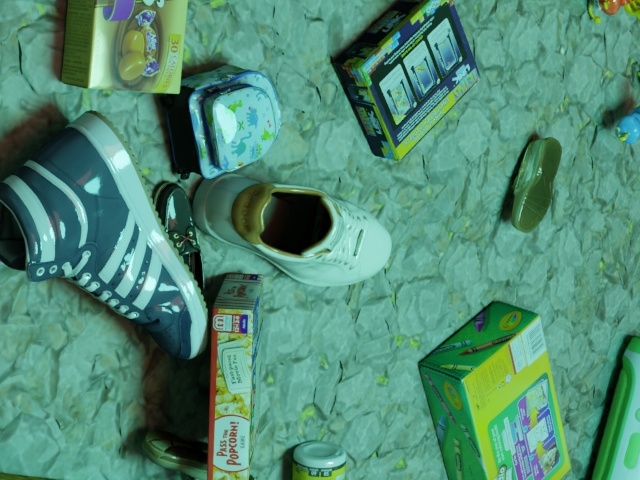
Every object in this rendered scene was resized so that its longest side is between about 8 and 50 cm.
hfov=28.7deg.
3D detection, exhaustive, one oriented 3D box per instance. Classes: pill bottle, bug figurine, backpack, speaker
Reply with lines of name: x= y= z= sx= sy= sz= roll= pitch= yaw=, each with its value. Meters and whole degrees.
pill bottle: x=-0.003 y=0.307 z=1.510 sx=0.065 sy=0.065 sz=0.116 roll=-10 pitch=108 yaw=-41
bug figurine: x=0.465 y=-0.276 z=1.790 sx=0.216 sy=0.072 sz=0.279 roll=-32 pitch=117 yaw=-40
backpack: x=-0.093 y=-0.125 z=1.296 sx=0.114 sy=0.084 sz=0.105 roll=-30 pitch=122 yaw=-37
speaker: x=0.501 y=0.304 z=1.942 sx=0.131 sy=0.131 sz=0.296 roll=14 pitch=91 yaw=-44

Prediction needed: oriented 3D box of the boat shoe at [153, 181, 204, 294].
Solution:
boat shoe: x=-0.146 y=0.004 z=1.312 sx=0.049 sy=0.042 sz=0.133 roll=-15 pitch=110 yaw=-38

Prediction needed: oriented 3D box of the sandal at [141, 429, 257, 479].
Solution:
sandal: x=-0.132 y=0.256 z=1.377 sx=0.180 sy=0.072 sz=0.049 roll=28 pitch=97 yaw=-42

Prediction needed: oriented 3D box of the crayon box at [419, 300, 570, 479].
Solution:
crayon box: x=0.244 y=0.245 z=1.714 sx=0.165 sy=0.081 sz=0.278 roll=-35 pitch=123 yaw=-31

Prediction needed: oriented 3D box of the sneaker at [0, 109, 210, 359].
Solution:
sneaker: x=-0.219 y=0.031 z=1.210 sx=0.153 sy=0.099 sz=0.282 roll=-39 pitch=123 yaw=-29

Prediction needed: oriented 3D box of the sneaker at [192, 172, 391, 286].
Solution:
sneaker: x=0.000 y=0.000 z=1.392 sx=0.290 sy=0.123 sz=0.105 roll=14 pitch=90 yaw=-46

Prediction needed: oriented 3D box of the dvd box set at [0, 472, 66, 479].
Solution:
dvd box set: x=-0.131 y=0.307 z=1.222 sx=0.420 sy=0.308 sz=0.062 roll=18 pitch=86 yaw=-44

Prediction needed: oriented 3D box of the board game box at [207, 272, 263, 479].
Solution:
board game box: x=-0.089 y=0.146 z=1.337 sx=0.045 sy=0.147 sz=0.193 roll=3 pitch=102 yaw=1

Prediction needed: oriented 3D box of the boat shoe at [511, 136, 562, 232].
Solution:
boat shoe: x=0.285 y=-0.075 z=1.692 sx=0.050 sy=0.045 sz=0.135 roll=29 pitch=78 yaw=-33

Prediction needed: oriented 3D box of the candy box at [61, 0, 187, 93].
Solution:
candy box: x=-0.183 y=-0.238 z=1.203 sx=0.109 sy=0.053 sz=0.186 roll=-2 pitch=103 yaw=-43

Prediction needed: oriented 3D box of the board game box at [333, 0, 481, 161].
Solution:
board game box: x=0.106 y=-0.202 z=1.489 sx=0.170 sy=0.048 sz=0.141 roll=-45 pitch=130 yaw=-26
